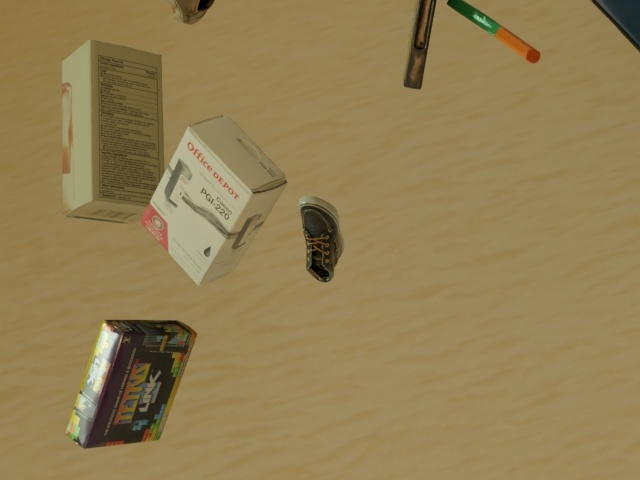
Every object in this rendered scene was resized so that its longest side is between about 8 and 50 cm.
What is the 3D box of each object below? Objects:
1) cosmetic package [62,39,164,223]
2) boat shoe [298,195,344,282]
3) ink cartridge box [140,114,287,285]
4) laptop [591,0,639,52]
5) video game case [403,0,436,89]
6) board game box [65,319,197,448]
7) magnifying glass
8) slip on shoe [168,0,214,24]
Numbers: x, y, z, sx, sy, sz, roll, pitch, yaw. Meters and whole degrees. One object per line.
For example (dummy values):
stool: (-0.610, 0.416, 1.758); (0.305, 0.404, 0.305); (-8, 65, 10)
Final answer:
cosmetic package: (-0.373, -0.190, 2.008); (0.153, 0.129, 0.296); (8, -106, -37)
boat shoe: (0.000, 0.000, 1.955); (0.183, 0.065, 0.083); (63, -144, -55)
ink cartridge box: (-0.169, -0.061, 1.747); (0.158, 0.218, 0.092); (46, -143, 16)
laptop: (0.454, -0.337, 1.263); (0.382, 0.408, 0.236); (55, 178, 22)
video game case: (0.176, -0.400, 1.849); (0.275, 0.035, 0.248); (-75, -6, -69)
board game box: (-0.253, 0.191, 1.508); (0.141, 0.048, 0.170); (4, -70, -54)
magnifying glass: (0.272, -0.332, 1.761); (0.092, 0.026, 0.231); (22, -163, -36)
slip on shoe: (-0.132, -0.260, 1.199); (0.135, 0.041, 0.051); (52, -121, -83)
